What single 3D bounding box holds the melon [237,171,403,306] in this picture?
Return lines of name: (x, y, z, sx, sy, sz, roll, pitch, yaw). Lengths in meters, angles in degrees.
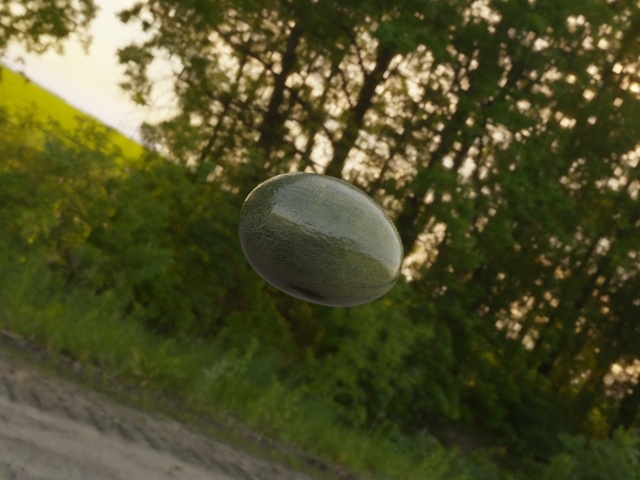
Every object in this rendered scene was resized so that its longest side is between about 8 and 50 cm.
melon: (0.000, 0.000, 0.671, 0.131, 0.098, 0.098, 26, 0, 4)
